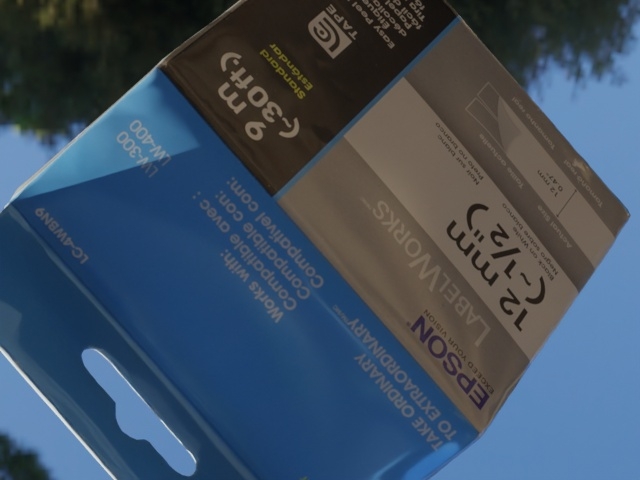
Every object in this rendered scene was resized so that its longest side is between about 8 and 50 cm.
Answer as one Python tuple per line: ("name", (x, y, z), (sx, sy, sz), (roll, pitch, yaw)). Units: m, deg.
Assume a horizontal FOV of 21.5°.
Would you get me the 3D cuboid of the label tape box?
("label tape box", (0.000, 0.000, 0.904), (0.249, 0.115, 0.348), (49, -140, -5))
